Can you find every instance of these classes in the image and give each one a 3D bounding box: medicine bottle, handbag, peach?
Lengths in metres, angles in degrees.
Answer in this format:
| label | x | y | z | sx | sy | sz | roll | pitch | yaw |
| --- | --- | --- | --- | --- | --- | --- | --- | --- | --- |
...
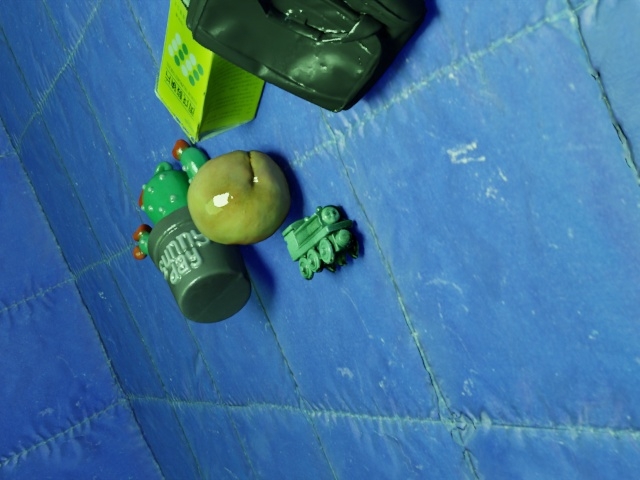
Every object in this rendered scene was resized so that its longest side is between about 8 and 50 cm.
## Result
| label | x | y | z | sx | sy | sz | roll | pitch | yaw |
| --- | --- | --- | --- | --- | --- | --- | --- | --- | --- |
| medicine bottle | -0.175 | -0.302 | 1.340 | 0.137 | 0.141 | 0.250 | 50 | 148 | 17 |
| handbag | -0.029 | -0.288 | 1.038 | 0.275 | 0.088 | 0.244 | 29 | 149 | -10 |
| peach | -0.139 | -0.075 | 1.416 | 0.184 | 0.184 | 0.184 | 38 | 141 | 39 |

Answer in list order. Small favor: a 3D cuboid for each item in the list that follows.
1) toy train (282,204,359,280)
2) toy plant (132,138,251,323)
| label | x | y | z | sx | sy | sz | roll | pitch | yaw |
| --- | --- | --- | --- | --- | --- | --- | --- | --- | --- |
| toy train | 0.000 | 0.000 | 1.359 | 0.170 | 0.071 | 0.111 | -40 | 70 | 60 |
| toy plant | -0.271 | -0.027 | 1.670 | 0.400 | 0.186 | 0.279 | -121 | 33 | -40 |
